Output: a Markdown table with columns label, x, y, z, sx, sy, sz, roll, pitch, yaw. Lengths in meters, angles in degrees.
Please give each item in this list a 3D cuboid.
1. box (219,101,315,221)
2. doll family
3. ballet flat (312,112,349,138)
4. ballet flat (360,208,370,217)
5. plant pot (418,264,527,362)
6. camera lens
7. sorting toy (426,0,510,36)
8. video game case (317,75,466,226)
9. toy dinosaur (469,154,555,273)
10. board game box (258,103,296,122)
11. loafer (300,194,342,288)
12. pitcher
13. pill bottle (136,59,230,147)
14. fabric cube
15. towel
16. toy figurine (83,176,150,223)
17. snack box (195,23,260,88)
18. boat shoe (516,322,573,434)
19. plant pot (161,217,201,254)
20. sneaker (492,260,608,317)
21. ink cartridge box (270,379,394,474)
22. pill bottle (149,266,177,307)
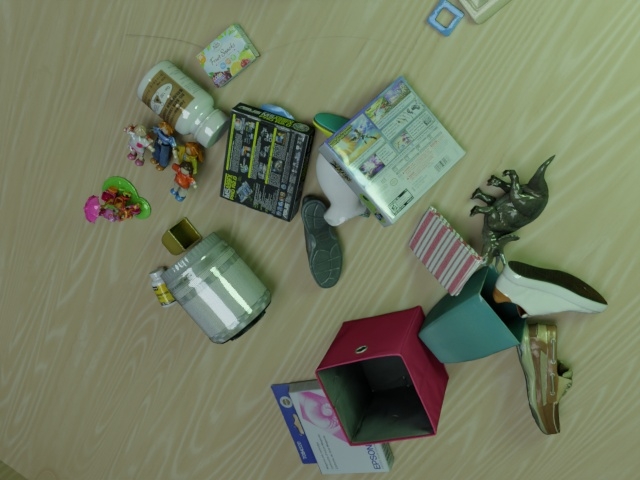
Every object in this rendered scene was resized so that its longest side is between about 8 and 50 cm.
| label | x | y | z | sx | sy | sz | roll | pitch | yaw |
| --- | --- | --- | --- | --- | --- | --- | --- | --- | --- |
| box | -0.145 | -0.203 | 1.682 | 0.216 | 0.060 | 0.270 | 20 | 125 | 9 |
| doll family | -0.416 | -0.249 | 1.766 | 0.263 | 0.118 | 0.163 | 39 | 139 | 5 |
| ballet flat | 0.087 | -0.254 | 1.598 | 0.231 | 0.077 | 0.077 | 16 | 134 | 11 |
| ballet flat | 0.079 | -0.088 | 1.696 | 0.114 | 0.041 | 0.041 | 9 | 116 | 16 |
| plant pot | 0.381 | 0.208 | 1.647 | 0.234 | 0.165 | 0.165 | -36 | 98 | 34 |
| camera lens | -0.293 | 0.141 | 1.825 | 0.219 | 0.219 | 0.274 | -36 | 97 | 29 |
| sorting toy | 0.353 | -0.595 | 1.358 | 0.348 | 0.047 | 0.196 | -36 | 97 | 29 |
| video game case | 0.169 | -0.209 | 1.493 | 0.244 | 0.269 | 0.061 | 49 | 162 | -7 |
| toy dinosaur | 0.464 | -0.085 | 1.527 | 0.160 | 0.121 | 0.313 | 32 | 116 | -10 |
| board game box | -0.123 | -0.282 | 1.683 | 0.133 | 0.033 | 0.168 | 39 | 126 | -5 |
| loafer | 0.000 | 0.000 | 1.749 | 0.096 | 0.084 | 0.267 | -14 | 115 | -8 |
| pitcher | 0.080 | -0.153 | 1.592 | 0.178 | 0.125 | 0.207 | -19 | 133 | -10 |
| pill bottle | -0.356 | -0.354 | 1.677 | 0.229 | 0.131 | 0.131 | 40 | 120 | -1 |
| fabric cube | 0.178 | 0.364 | 1.732 | 0.254 | 0.258 | 0.259 | -16 | 107 | 26 |
| towel | 0.311 | 0.027 | 1.607 | 0.197 | 0.029 | 0.144 | 52 | 139 | 27 |
| toy figurine | -0.615 | -0.092 | 1.873 | 0.173 | 0.159 | 0.130 | 30 | 120 | 5 |
| snack box | -0.238 | -0.473 | 1.634 | 0.141 | 0.037 | 0.100 | -31 | 98 | 29 |
| boat shoe | 0.596 | 0.361 | 1.658 | 0.120 | 0.122 | 0.323 | -11 | 109 | 21 |
| plant pot | -0.423 | -0.003 | 1.893 | 0.083 | 0.081 | 0.081 | -32 | 99 | 41 |
| sneaker | 0.552 | 0.139 | 1.555 | 0.290 | 0.106 | 0.123 | 17 | 120 | -11 |
| ink cartridge box | 0.027 | 0.588 | 1.998 | 0.330 | 0.071 | 0.324 | -13 | 108 | 23 |
| pill bottle | -0.489 | 0.145 | 1.988 | 0.065 | 0.065 | 0.116 | -14 | 107 | 25 |
